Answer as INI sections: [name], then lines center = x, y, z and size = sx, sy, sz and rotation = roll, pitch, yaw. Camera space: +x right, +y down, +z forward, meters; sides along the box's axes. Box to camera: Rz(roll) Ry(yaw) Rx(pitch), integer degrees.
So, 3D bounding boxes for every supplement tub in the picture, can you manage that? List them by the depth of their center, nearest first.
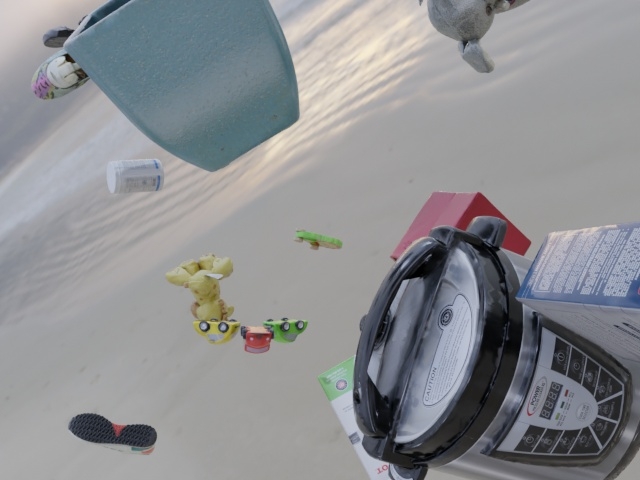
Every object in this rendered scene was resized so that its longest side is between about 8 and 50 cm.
[supplement tub]
center = -0.391, -0.136, 1.703
size = 0.107, 0.071, 0.071
rotation = -5, -1, -29

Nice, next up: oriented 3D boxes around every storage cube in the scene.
[storage cube]
center = 0.309, 0.022, 1.779
size = 0.193, 0.215, 0.184
rotation = -56, 22, -12

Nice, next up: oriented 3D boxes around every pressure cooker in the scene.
[pressure cooker]
center = 0.251, 0.197, 1.264
size = 0.375, 0.420, 0.370
rotation = -51, 27, 39

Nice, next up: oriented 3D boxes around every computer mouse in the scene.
[computer mouse]
center = -0.610, -0.521, 1.968
size = 0.242, 0.041, 0.071
rotation = -8, -2, 44

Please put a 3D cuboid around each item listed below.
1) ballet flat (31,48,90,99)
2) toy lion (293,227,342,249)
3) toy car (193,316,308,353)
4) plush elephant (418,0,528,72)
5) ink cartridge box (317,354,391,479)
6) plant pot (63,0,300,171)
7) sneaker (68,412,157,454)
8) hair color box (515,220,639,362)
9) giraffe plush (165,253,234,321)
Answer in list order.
[ballet flat]
center = -0.448, -0.336, 1.520
size = 0.221, 0.077, 0.079
rotation = -29, 19, -7
[toy lion]
center = 0.000, 0.000, 1.928
size = 0.096, 0.100, 0.034
rotation = 2, 74, 40
[toy car]
center = -0.120, 0.194, 1.673
size = 0.225, 0.053, 0.239
rotation = 0, 2, -42
[plush elephant]
center = 0.267, -0.447, 1.349
size = 0.330, 0.272, 0.255
rotation = -28, 40, 35
[ink cartridge box]
center = 0.151, 0.372, 1.787
size = 0.198, 0.273, 0.115
rotation = -32, -11, 17
[plant pot]
center = -0.155, -0.246, 1.096
size = 0.247, 0.252, 0.248
rotation = -31, 25, 6
[sneaker]
center = -0.379, 0.363, 1.465
size = 0.075, 0.161, 0.057
rotation = 104, 175, -48
[hair color box]
center = 0.365, 0.065, 0.868
size = 0.105, 0.174, 0.347
rotation = -62, 6, -5
[giraffe plush]
center = -0.306, 0.152, 2.198
size = 0.181, 0.170, 0.210
rotation = -20, 23, -23
